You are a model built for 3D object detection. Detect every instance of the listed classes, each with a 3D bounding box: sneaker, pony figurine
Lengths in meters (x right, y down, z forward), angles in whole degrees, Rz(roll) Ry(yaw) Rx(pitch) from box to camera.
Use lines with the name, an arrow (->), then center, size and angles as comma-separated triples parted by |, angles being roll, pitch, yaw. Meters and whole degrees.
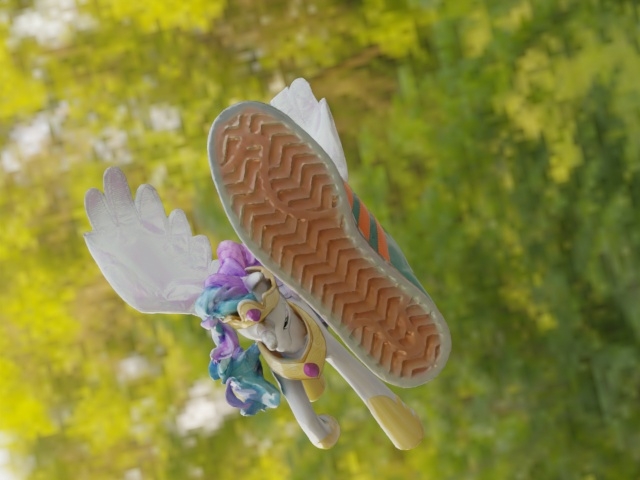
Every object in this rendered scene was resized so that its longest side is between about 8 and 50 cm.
sneaker -> 0.000, 0.000, 1.773 | 0.302, 0.108, 0.121 | 53, -179, -12
pony figurine -> -0.050, 0.048, 2.125 | 0.363, 0.303, 0.351 | 49, -168, -52
